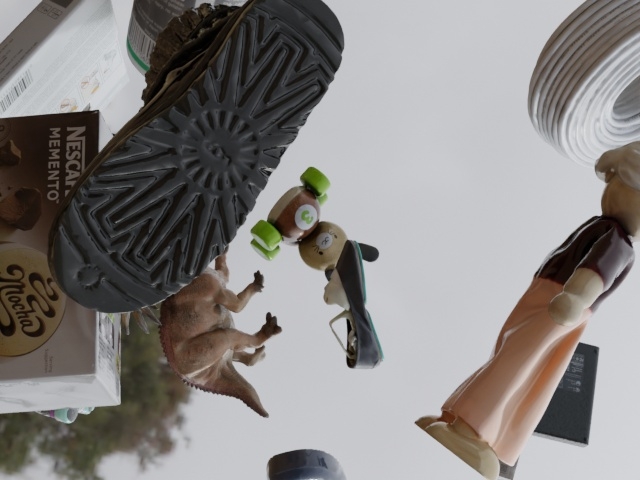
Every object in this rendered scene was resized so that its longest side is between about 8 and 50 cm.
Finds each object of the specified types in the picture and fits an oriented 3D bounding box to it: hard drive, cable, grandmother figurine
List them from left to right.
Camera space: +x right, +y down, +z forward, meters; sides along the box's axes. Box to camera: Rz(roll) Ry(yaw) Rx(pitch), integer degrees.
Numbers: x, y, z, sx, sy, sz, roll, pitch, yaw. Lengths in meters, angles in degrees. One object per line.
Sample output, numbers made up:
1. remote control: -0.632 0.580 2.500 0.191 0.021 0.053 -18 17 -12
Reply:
1. hard drive: 0.311 0.194 1.676 0.022 0.094 0.135 117 -14 -67
2. grandmother figurine: 0.219 0.052 1.148 0.342 0.104 0.208 -53 -170 -3
3. cable: 0.356 -0.190 1.457 0.089 0.257 0.257 59 -37 31

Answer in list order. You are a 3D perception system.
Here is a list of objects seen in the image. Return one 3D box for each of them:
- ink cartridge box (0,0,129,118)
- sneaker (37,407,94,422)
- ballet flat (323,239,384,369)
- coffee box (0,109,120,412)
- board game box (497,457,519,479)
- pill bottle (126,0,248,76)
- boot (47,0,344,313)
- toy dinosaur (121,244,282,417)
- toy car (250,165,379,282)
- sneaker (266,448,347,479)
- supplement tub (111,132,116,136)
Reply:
1. ink cartridge box: -0.402 -0.235 1.916 0.275 0.060 0.239 -54 162 -25
2. sneaker: -0.290 0.171 1.417 0.098 0.069 0.038 -12 113 -78
3. ballet flat: 0.043 0.101 1.903 0.074 0.074 0.203 -145 -140 -68
4. coffee box: -0.301 0.022 1.356 0.119 0.168 0.297 79 8 -67
5. board game box: 0.269 0.260 1.752 0.103 0.026 0.154 76 32 -69
6. pill bottle: -0.151 -0.398 1.829 0.204 0.204 0.361 -93 -162 -44
7. boot: -0.137 -0.087 1.188 0.348 0.131 0.260 -49 -158 -14
8. toy dinosaur: -0.173 0.110 1.698 0.127 0.200 0.296 -9 -80 68
9. toy car: 0.000 0.000 2.180 0.155 0.188 0.149 -48 172 -13
10. sneaker: -0.010 0.403 1.774 0.319 0.112 0.131 78 7 -52
11. supplement tub: -0.218 -0.082 1.686 0.197 0.106 0.106 22 -86 26
